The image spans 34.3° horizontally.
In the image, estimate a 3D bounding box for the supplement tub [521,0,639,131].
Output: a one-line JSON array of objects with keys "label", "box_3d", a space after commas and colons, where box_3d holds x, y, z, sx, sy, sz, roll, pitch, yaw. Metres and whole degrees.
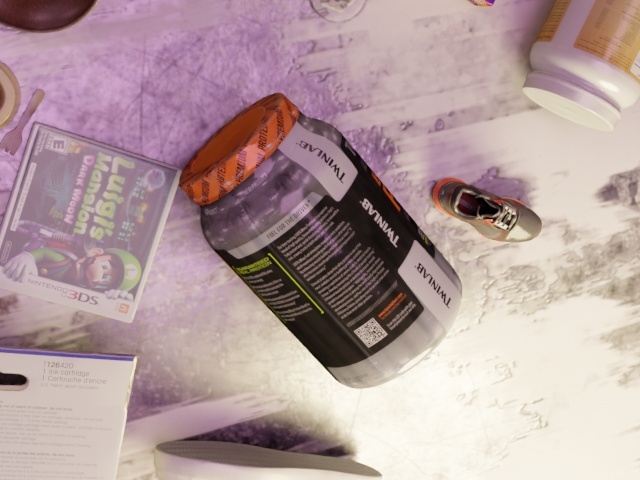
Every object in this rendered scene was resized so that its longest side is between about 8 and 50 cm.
[{"label": "supplement tub", "box_3d": [0.343, -0.248, 1.259, 0.144, 0.144, 0.199, 25, 92, -21]}]

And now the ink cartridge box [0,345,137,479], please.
[{"label": "ink cartridge box", "box_3d": [-0.373, 0.233, 1.131, 0.303, 0.072, 0.307, 7, 110, -18]}]

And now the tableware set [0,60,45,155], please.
[{"label": "tableware set", "box_3d": [-0.391, -0.108, 1.105, 0.128, 0.039, 0.194, 28, 91, -21]}]

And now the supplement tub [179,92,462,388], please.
[{"label": "supplement tub", "box_3d": [0.000, 0.000, 1.171, 0.193, 0.193, 0.316, -44, 111, -6]}]

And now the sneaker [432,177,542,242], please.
[{"label": "sneaker", "box_3d": [0.217, -0.030, 1.303, 0.158, 0.065, 0.061, 17, 95, -20]}]

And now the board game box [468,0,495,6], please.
[{"label": "board game box", "box_3d": [0.149, -0.386, 1.223, 0.193, 0.045, 0.147, 24, 92, -20]}]

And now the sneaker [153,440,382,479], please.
[{"label": "sneaker", "box_3d": [-0.075, 0.341, 1.258, 0.292, 0.108, 0.169, 14, 93, -21]}]

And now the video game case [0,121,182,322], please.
[{"label": "video game case", "box_3d": [-0.267, -0.018, 1.172, 0.173, 0.022, 0.190, 17, 95, -20]}]

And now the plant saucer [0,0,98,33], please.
[{"label": "plant saucer", "box_3d": [-0.307, -0.348, 0.980, 0.310, 0.310, 0.050, 57, 47, -19]}]
